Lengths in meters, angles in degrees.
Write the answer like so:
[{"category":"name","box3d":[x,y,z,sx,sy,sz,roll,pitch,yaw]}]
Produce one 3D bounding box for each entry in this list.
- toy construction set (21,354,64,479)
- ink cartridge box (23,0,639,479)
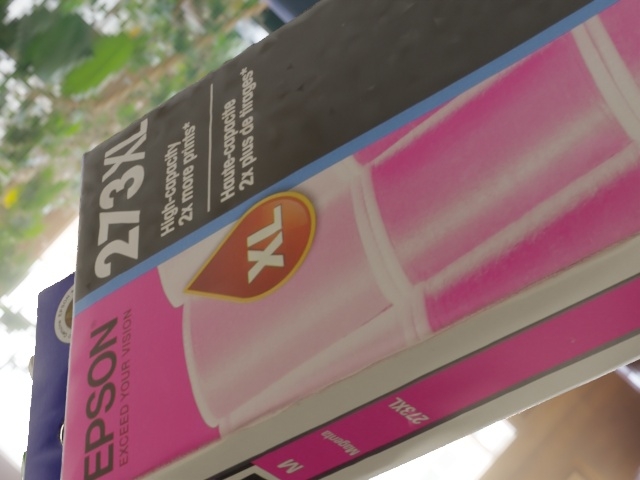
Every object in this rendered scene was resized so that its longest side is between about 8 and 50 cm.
[{"category":"toy construction set","box3d":[-0.012,0.225,0.789,0.309,0.237,0.258,51,138,41]},{"category":"ink cartridge box","box3d":[0.000,0.000,0.512,0.069,0.371,0.176,34,-143,-37]}]
